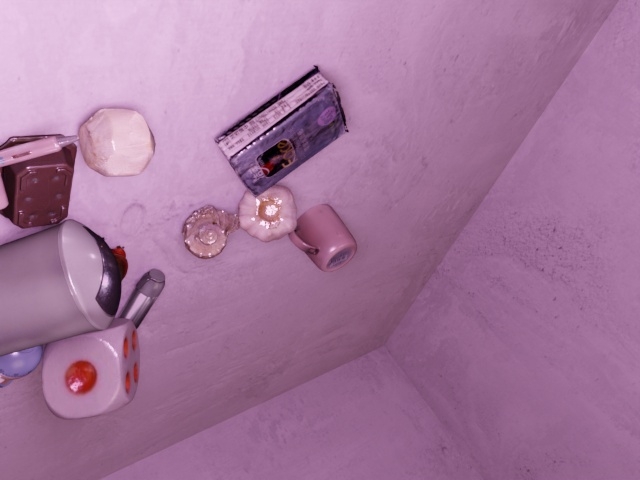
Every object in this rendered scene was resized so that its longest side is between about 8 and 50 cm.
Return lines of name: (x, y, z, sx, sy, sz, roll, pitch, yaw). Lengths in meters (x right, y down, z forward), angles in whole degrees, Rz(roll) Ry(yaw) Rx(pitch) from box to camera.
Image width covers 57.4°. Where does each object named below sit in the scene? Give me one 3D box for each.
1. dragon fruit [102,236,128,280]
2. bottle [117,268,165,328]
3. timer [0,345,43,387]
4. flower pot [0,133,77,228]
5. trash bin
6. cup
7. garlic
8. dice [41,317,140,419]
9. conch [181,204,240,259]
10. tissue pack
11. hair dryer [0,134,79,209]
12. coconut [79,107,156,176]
dragon fruit: (-0.675, 0.103, 1.651, 0.268, 0.130, 0.295, -44, 153, 24)
bottle: (-0.597, 0.198, 1.933, 0.096, 0.079, 0.253, -3, 139, -52)
timer: (-0.925, 0.357, 1.698, 0.255, 0.175, 0.175, -46, 152, 7)
flower pot: (-0.653, -0.122, 1.359, 0.179, 0.084, 0.250, -13, 144, -39)
trash bin: (-0.702, 0.127, 1.403, 0.433, 0.280, 0.280, -18, 151, -5)
cup: (0.000, 0.000, 2.199, 0.253, 0.200, 0.191, -3, 138, -47)
garlic: (-0.174, -0.089, 1.935, 0.199, 0.199, 0.226, -32, -177, -9)
dice: (-0.706, 0.392, 1.826, 0.243, 0.258, 0.251, -5, -176, -5)
conch: (-0.340, -0.023, 1.821, 0.179, 0.162, 0.245, -11, 176, -15)
tissue pack: (-0.105, -0.303, 1.688, 0.361, 0.122, 0.259, -37, 156, -5)
hair dryer: (-0.615, -0.166, 1.230, 0.221, 0.053, 0.195, -7, 120, -15)
coconut: (-0.459, -0.227, 1.351, 0.162, 0.161, 0.161, -18, 147, -36)
